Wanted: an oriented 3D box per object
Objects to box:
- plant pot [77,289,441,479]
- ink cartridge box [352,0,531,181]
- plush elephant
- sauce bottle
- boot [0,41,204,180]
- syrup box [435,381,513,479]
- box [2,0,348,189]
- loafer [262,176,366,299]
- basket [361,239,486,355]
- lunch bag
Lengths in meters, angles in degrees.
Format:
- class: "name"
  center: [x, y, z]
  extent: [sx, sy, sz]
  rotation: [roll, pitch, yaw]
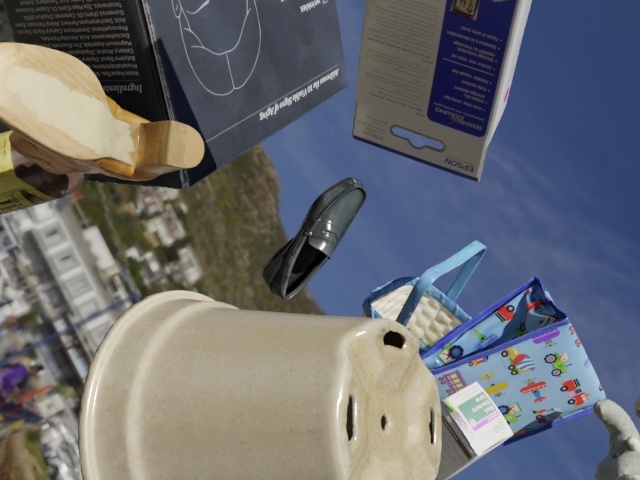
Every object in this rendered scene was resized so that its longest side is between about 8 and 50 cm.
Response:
- class: "plant pot"
  center: [-0.043, 0.210, 1.088]
  extent: [0.306, 0.334, 0.333]
  rotation: [-8, -67, 34]
- class: "ink cartridge box"
  center: [0.139, -0.246, 1.083]
  extent: [0.176, 0.069, 0.371]
  rotation: [21, -45, 16]
- class: "plush elephant"
  center: [0.536, 0.349, 1.534]
  extent: [0.272, 0.255, 0.330]
  rotation: [128, -38, -60]
- class: "sauce bottle"
  center: [-0.408, -0.099, 1.321]
  extent: [0.111, 0.344, 0.111]
  rotation: [-14, 90, -76]
- class: "boot"
  center: [-0.296, -0.123, 1.062]
  extent: [0.211, 0.295, 0.104]
  rotation: [-1, -104, 42]
- class: "syrup box"
  center: [0.159, 0.309, 1.401]
  extent: [0.096, 0.093, 0.237]
  rotation: [55, -48, 16]
- class: "box"
  center: [-0.219, -0.390, 1.510]
  extent: [0.297, 0.480, 0.471]
  rotation: [4, -63, 33]
- class: "loafer"
  center: [0.000, 0.000, 1.508]
  extent: [0.076, 0.223, 0.078]
  rotation: [36, 6, -40]
- class: "basket"
  center: [0.203, 0.141, 1.863]
  extent: [0.201, 0.255, 0.289]
  rotation: [36, -57, 23]
- class: "lunch bag"
  center: [0.300, 0.240, 1.621]
  extent: [0.221, 0.293, 0.138]
  rotation: [58, 5, -31]
